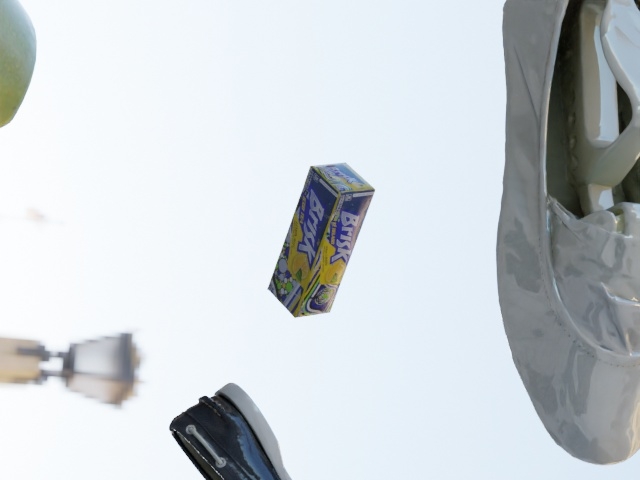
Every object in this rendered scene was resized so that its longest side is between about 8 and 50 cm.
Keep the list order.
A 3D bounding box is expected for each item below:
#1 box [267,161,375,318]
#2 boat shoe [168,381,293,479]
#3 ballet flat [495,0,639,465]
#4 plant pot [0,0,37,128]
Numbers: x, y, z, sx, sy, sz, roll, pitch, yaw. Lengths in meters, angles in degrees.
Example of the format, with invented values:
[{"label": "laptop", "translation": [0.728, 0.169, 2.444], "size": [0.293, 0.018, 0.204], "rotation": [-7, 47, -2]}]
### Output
[{"label": "box", "translation": [0.000, 0.000, 1.766], "size": [0.059, 0.054, 0.169], "rotation": [44, -52, 37]}, {"label": "boat shoe", "translation": [-0.057, 0.304, 1.760], "size": [0.302, 0.091, 0.114], "rotation": [55, -22, 12]}, {"label": "ballet flat", "translation": [0.205, -0.040, 1.193], "size": [0.139, 0.139, 0.400], "rotation": [-32, -125, 58]}, {"label": "plant pot", "translation": [-0.317, -0.154, 0.977], "size": [0.276, 0.254, 0.276], "rotation": [-16, -129, 21]}]
